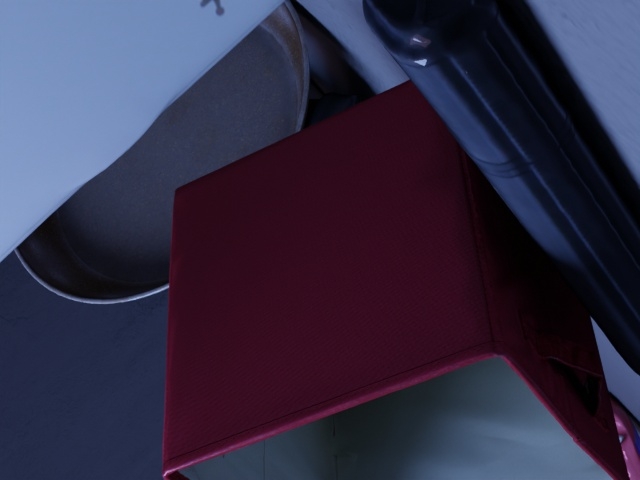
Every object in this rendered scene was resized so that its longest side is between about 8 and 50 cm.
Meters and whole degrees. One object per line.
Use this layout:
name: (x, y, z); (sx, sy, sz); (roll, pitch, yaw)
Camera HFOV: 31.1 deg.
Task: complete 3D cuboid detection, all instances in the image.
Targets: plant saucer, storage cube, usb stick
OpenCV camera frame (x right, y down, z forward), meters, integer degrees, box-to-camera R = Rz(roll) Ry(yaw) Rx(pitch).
plant saucer: (-0.133, -0.088, 0.957); (0.310, 0.310, 0.050); (47, -173, 37)
storage cube: (0.042, 0.055, 0.646); (0.183, 0.215, 0.193); (45, -150, -42)
usb stick: (0.107, -0.021, 0.522); (0.278, 0.045, 0.077); (45, -177, -40)

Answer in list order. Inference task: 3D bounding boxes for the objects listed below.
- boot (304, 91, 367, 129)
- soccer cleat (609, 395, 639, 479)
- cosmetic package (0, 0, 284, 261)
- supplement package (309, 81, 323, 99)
boot: (-0.169, -0.060, 1.123); (0.445, 0.146, 0.367); (5, 171, 9)
soccer cleat: (0.363, 0.287, 1.324); (0.248, 0.083, 0.095); (63, -157, 7)
cosmetic package: (-0.288, -0.232, 0.839); (0.327, 0.329, 0.393); (48, 179, -32)
supplement package: (-0.104, -0.155, 1.378); (0.293, 0.177, 0.175); (47, 180, -23)
